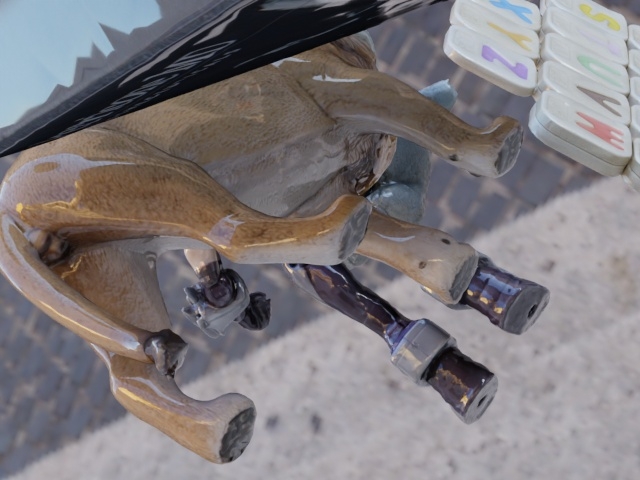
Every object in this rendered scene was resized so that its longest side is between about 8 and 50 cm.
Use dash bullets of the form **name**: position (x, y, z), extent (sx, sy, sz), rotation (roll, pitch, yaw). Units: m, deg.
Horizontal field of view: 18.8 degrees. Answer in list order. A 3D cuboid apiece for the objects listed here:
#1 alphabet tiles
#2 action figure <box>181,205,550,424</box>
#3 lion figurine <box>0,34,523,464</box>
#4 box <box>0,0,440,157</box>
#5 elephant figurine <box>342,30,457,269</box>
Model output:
- **alphabet tiles**: position (0.218, -0.106, 1.384), extent (0.021, 0.278, 0.284), rotation (-60, 6, 26)
- **action figure**: position (0.000, 0.000, 1.225), extent (0.285, 0.099, 0.185), rotation (34, 101, 15)
- **lion figurine**: position (-0.058, -0.032, 0.976), extent (0.240, 0.392, 0.142), rotation (25, 111, 22)
- **box**: position (0.096, -0.275, 0.712), extent (0.480, 0.471, 0.297), rotation (-20, 91, 59)
- **elephant figurine**: position (-0.022, -0.102, 1.480), extent (0.169, 0.239, 0.186), rotation (-27, 35, 22)
